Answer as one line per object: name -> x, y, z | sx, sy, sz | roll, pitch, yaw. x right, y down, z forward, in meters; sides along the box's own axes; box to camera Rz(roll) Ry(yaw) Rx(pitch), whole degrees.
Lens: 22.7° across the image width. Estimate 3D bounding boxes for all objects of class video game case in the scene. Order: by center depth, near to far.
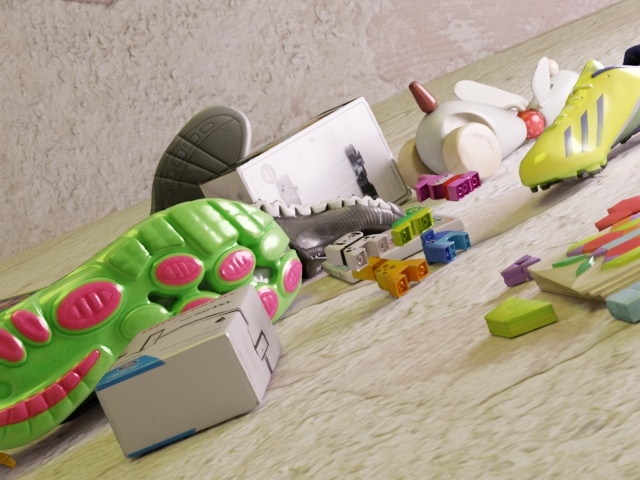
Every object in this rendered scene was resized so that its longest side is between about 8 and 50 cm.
video game case -> 0.088, 0.007, 1.980 | 0.157, 0.019, 0.143 | -25, 9, -10

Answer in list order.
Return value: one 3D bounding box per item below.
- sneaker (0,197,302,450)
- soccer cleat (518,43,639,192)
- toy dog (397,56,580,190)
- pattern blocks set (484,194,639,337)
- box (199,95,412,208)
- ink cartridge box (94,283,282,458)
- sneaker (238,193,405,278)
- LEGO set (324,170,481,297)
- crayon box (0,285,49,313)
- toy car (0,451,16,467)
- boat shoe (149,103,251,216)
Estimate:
sneaker -> -0.240, 0.087, 1.869 | 0.483, 0.185, 0.202 | -23, 3, -27
soccer cleat -> 0.323, -0.150, 1.930 | 0.289, 0.121, 0.093 | -32, 12, -37
toy dog -> 0.234, -0.193, 2.293 | 0.220, 0.161, 0.333 | -18, 11, 35
pattern blocks set -> 0.275, 0.011, 1.430 | 0.285, 0.026, 0.325 | -28, 10, -21
box -> -0.015, -0.071, 2.242 | 0.087, 0.169, 0.290 | -19, 12, 47
ink cartridge box -> -0.130, 0.129, 1.628 | 0.148, 0.086, 0.203 | -23, 10, 9
sneaker -> 0.000, 0.000, 2.087 | 0.234, 0.106, 0.078 | -2, -19, -14
LEGO set -> 0.083, 0.003, 1.781 | 0.093, 0.087, 0.227 | 5, 28, 42
crayon box -> -0.538, 0.158, 2.572 | 0.278, 0.081, 0.165 | -15, 13, 47
toy car -> -0.392, 0.267, 1.757 | 0.122, 0.060, 0.040 | -4, -29, 18
boat shoe -> -0.183, -0.048, 2.302 | 0.118, 0.320, 0.103 | 22, 12, 8
